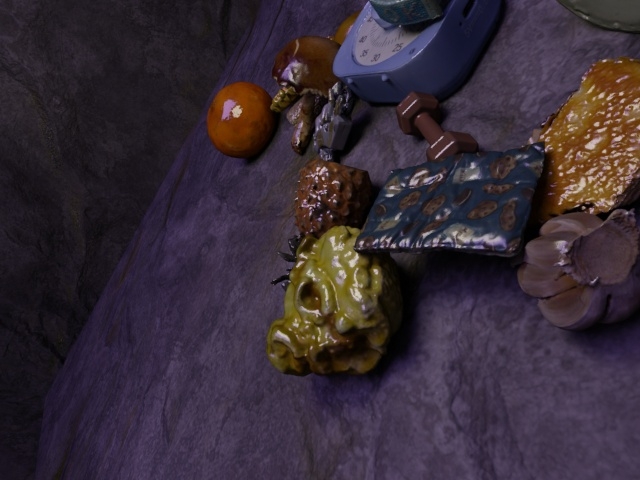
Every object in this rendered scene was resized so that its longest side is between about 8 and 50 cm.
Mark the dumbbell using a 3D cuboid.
[{"bbox_3d":[0.216,-0.201,0.761,0.092,0.082,0.230,-44,37,26],"label":"dumbbell"}]

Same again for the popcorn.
[{"bbox_3d":[0.036,0.115,0.690,0.225,0.174,0.285,11,73,50],"label":"popcorn"}]

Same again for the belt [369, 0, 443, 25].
[{"bbox_3d":[0.161,-0.495,0.767,0.163,0.082,0.147,10,83,40],"label":"belt"}]

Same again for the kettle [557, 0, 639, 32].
[{"bbox_3d":[0.487,-0.511,0.537,0.376,0.250,0.361,-50,7,13],"label":"kettle"}]

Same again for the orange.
[{"bbox_3d":[-0.296,-0.449,1.496,0.284,0.226,0.283,-26,53,42],"label":"orange"}]

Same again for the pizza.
[{"bbox_3d":[0.336,-0.097,0.536,0.297,0.071,0.189,-50,35,18],"label":"pizza"}]

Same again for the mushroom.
[{"bbox_3d":[-0.053,-0.443,1.157,0.302,0.208,0.233,-38,34,44],"label":"mushroom"}]

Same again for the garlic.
[{"bbox_3d":[0.288,0.036,0.483,0.131,0.127,0.194,-47,5,-11],"label":"garlic"}]

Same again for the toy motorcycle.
[{"bbox_3d":[0.028,-0.298,1.051,0.152,0.073,0.225,-119,38,-50],"label":"toy motorcycle"}]

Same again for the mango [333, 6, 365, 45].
[{"bbox_3d":[0.133,-0.625,1.176,0.227,0.099,0.136,-32,36,24],"label":"mango"}]

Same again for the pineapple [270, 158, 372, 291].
[{"bbox_3d":[0.000,0.000,0.862,0.169,0.169,0.340,17,93,56],"label":"pineapple"}]

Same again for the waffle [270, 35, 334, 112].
[{"bbox_3d":[-0.054,-0.544,1.336,0.283,0.065,0.309,-55,17,-22],"label":"waffle"}]

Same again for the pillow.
[{"bbox_3d":[0.175,-0.056,0.583,0.256,0.034,0.189,-3,51,45],"label":"pillow"}]

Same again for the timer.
[{"bbox_3d":[0.213,-0.507,0.910,0.395,0.173,0.395,-34,42,36],"label":"timer"}]

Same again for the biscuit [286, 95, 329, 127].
[{"bbox_3d":[-0.035,-0.429,1.275,0.168,0.070,0.082,-41,47,24],"label":"biscuit"}]
